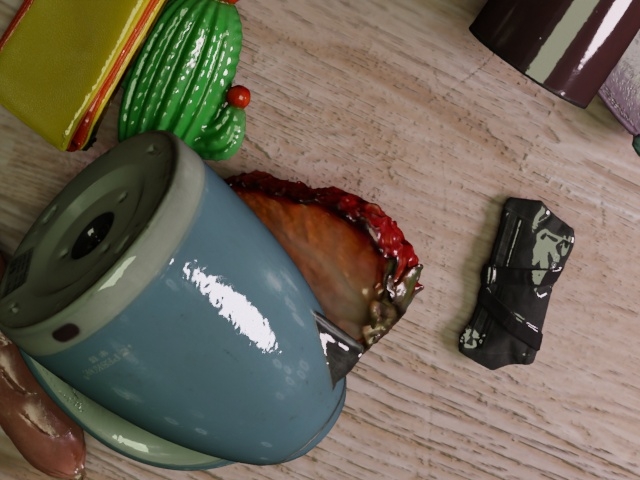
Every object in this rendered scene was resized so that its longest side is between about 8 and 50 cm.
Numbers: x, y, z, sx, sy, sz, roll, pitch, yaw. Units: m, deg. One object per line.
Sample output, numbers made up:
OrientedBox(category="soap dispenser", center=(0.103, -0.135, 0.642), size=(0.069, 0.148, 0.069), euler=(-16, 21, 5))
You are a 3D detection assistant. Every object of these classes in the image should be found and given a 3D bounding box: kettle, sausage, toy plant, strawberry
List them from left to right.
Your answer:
OrientedBox(category="sausage", center=(-0.344, 0.072, 1.758), size=(0.087, 0.088, 0.433), euler=(-22, 108, -1))
OrientedBox(category="kettle", center=(-0.143, 0.105, 1.697), size=(0.319, 0.247, 0.342), euler=(-27, 123, 31))
OrientedBox(category="toy plant", center=(-0.143, -0.188, 1.707), size=(0.154, 0.088, 0.240), euler=(2, 98, 16))
OrientedBox(category="strawberry", center=(0.000, 0.000, 1.777), size=(0.236, 0.111, 0.190), euler=(36, 131, 7))
OrientedBox(category="kettle", center=(0.258, -0.276, 1.688), size=(0.144, 0.202, 0.232), euler=(19, 111, -48))

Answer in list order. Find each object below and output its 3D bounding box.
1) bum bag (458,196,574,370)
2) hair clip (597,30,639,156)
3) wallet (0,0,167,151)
OrientedBox(category="bum bag", center=(0.216, 0.049, 1.850), size=(0.087, 0.049, 0.198), euler=(19, 105, 12))
OrientedBox(category="hair clip", center=(0.312, -0.238, 1.768), size=(0.095, 0.110, 0.359), euler=(-35, 109, -40))
OrientedBox(category="wallet", center=(-0.232, -0.221, 1.679), size=(0.141, 0.067, 0.241), euler=(35, 101, 21))
